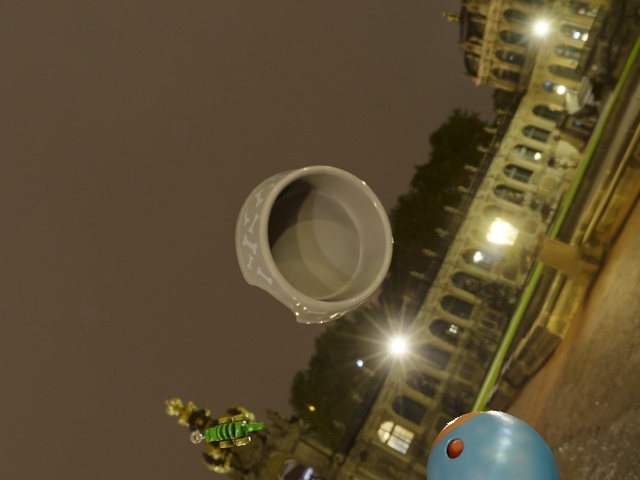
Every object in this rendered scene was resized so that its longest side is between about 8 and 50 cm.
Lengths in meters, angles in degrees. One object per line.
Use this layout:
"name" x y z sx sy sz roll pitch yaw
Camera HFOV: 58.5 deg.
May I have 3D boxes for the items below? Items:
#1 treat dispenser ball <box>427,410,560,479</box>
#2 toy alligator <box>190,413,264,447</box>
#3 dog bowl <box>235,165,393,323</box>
"treat dispenser ball" 0.388 0.534 1.293 0.288 0.288 0.288 -54 -22 -33
"toy alligator" -0.201 0.384 1.140 0.051 0.190 0.056 27 -130 -56
"dog bowl" 0.000 0.000 1.216 0.348 0.349 0.102 -58 15 -25
